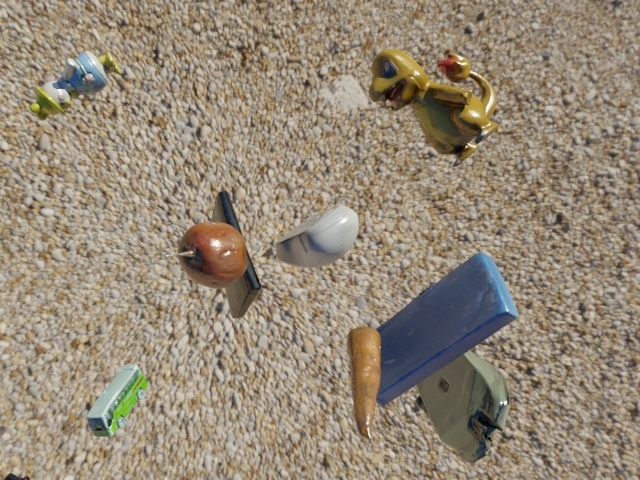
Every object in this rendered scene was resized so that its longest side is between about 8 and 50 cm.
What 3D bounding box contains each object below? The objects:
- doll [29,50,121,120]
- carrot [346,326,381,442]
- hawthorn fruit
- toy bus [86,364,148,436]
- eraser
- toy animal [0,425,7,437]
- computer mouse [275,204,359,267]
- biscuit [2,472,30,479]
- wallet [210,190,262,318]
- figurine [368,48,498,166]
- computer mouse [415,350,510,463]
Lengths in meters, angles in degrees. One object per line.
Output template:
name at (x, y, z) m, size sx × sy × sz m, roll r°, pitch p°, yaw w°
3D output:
doll at (-0.622, -0.391, 1.411) m, size 0.241 × 0.135 × 0.099 m, roll -42°, pitch 114°, yaw -9°
carrot at (0.062, 0.203, 0.811) m, size 0.057 × 0.224 × 0.057 m, roll 2°, pitch 113°, yaw 4°
hawthorn fruit at (-0.225, 0.027, 1.170) m, size 0.149 × 0.189 × 0.149 m, roll 0°, pitch 82°, yaw -2°
toy bus at (-0.234, 0.186, 0.650) m, size 0.031 × 0.083 × 0.037 m, roll -7°, pitch 119°, yaw 21°
eraser at (0.199, 0.161, 1.009) m, size 0.042 × 0.144 × 0.312 m, roll 31°, pitch 122°, yaw -29°
toy animal at (-0.868, 0.525, 1.386) m, size 0.179 × 0.188 × 0.089 m, roll -45°, pitch 84°, yaw 10°
computer mouse at (0.000, 0.000, 1.434) m, size 0.184 × 0.297 × 0.121 m, roll -41°, pitch 98°, yaw -26°
biscuit at (-0.482, 0.501, 0.891) m, size 0.063 × 0.235 × 0.151 m, roll 9°, pitch 126°, yaw -40°
wallet at (-0.237, 0.038, 1.479) m, size 0.045 × 0.172 × 0.318 m, roll -3°, pitch 56°, yaw -29°
figurine at (0.148, -0.192, 0.716) m, size 0.176 × 0.121 × 0.122 m, roll 32°, pitch 71°, yaw -2°
computer mouse at (0.380, 0.406, 1.459) m, size 0.145 × 0.429 × 0.228 m, roll 26°, pitch 98°, yaw -12°
